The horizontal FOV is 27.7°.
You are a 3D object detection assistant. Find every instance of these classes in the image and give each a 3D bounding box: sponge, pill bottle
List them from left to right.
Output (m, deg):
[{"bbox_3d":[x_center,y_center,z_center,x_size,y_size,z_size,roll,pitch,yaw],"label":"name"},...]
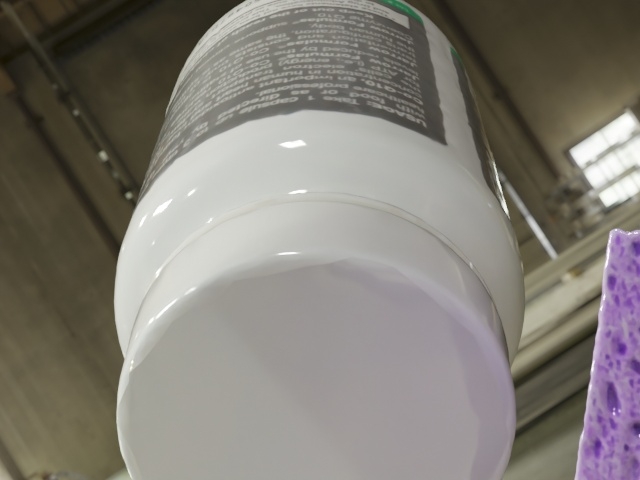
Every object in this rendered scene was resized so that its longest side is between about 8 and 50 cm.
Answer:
[{"bbox_3d":[0.000,0.000,0.706,0.204,0.204,0.361,-34,21,16],"label":"pill bottle"},{"bbox_3d":[0.101,0.107,0.463,0.031,0.210,0.117,8,-6,12],"label":"sponge"}]
